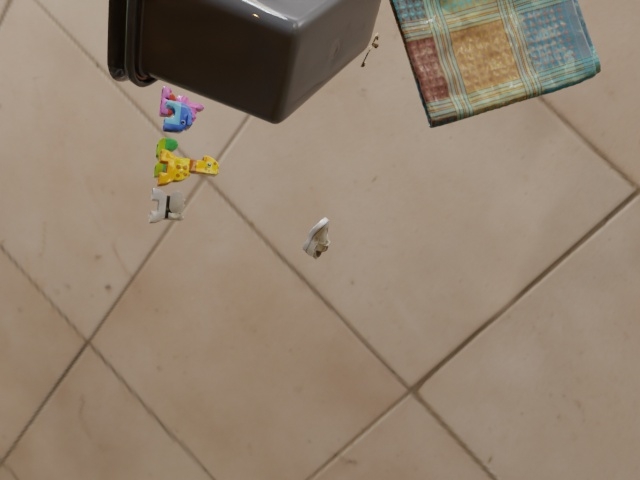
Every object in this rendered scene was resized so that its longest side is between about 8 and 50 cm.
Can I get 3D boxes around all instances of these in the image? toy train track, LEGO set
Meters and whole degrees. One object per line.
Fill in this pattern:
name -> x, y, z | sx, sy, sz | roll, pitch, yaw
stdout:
toy train track -> 0.095, -0.351, 1.555 | 0.014, 0.048, 0.083 | 24, 144, -5
LEGO set -> -0.214, -0.138, 1.348 | 0.087, 0.093, 0.227 | 161, 114, -69

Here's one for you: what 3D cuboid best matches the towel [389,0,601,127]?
towel -> 0.331, -0.386, 1.565 | 0.040, 0.370, 0.271 | 168, 84, -75

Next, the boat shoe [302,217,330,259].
boat shoe -> 0.000, 0.000, 1.269 | 0.035, 0.035, 0.100 | 44, 149, 9

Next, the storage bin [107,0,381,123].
storage bin -> -0.028, -0.124, 0.422 | 0.091, 0.135, 0.098 | 27, 133, 13
